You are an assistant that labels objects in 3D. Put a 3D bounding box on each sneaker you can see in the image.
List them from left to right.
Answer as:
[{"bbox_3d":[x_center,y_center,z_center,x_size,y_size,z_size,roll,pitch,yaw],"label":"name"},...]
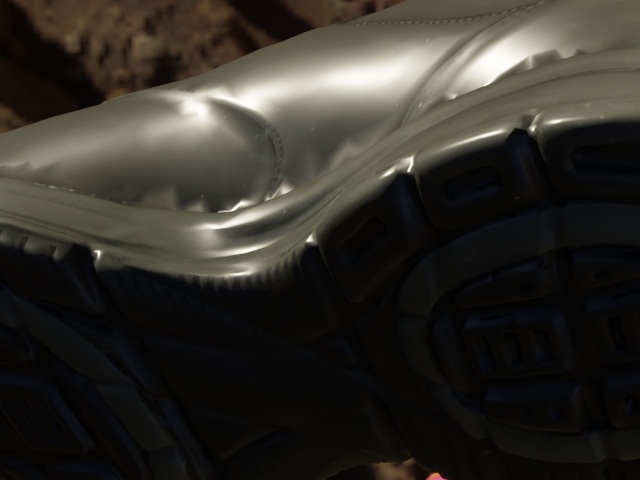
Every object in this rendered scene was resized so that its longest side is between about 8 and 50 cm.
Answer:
[{"bbox_3d":[0.000,0.000,0.447,0.286,0.130,0.109,-6,121,32],"label":"sneaker"}]

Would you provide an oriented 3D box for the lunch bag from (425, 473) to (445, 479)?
[{"bbox_3d":[0.177,0.119,0.755,0.258,0.293,0.120,-7,97,17],"label":"lunch bag"}]
